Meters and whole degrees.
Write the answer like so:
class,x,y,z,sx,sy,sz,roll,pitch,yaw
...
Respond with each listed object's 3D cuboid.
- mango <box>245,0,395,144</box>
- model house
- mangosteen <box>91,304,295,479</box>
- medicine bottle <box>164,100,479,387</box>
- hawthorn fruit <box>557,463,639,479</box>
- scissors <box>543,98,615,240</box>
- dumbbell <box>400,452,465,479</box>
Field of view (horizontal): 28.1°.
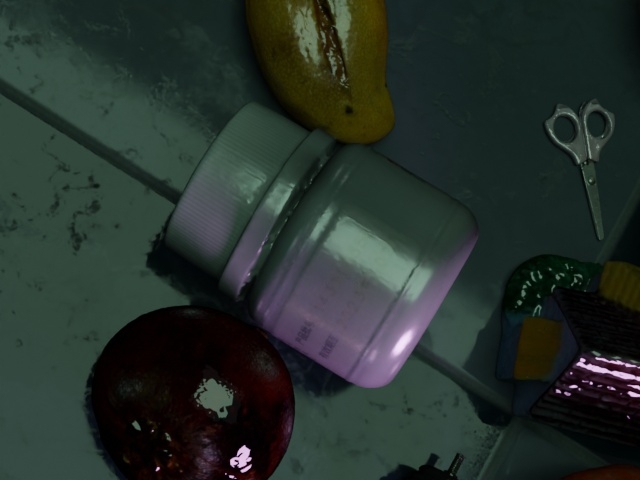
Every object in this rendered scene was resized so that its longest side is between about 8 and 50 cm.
class,x,y,z,sx,sy,sz,roll,pitch,yaw
mango,0.003,-0.259,1.585,0.177,0.120,0.295,-17,85,-13
model house,0.384,0.129,1.541,0.280,0.249,0.230,13,77,-10
mangosteen,-0.130,0.173,1.458,0.235,0.235,0.261,49,32,-1
medicine bottle,0.000,0.000,1.476,0.306,0.245,0.245,31,75,3
hawthorn fruit,0.368,0.361,1.527,0.299,0.211,0.211,-24,87,-25
scissors,0.355,-0.093,1.694,0.100,0.015,0.189,-8,85,-13
dumbbell,0.119,0.346,1.521,0.099,0.099,0.209,32,76,-6
